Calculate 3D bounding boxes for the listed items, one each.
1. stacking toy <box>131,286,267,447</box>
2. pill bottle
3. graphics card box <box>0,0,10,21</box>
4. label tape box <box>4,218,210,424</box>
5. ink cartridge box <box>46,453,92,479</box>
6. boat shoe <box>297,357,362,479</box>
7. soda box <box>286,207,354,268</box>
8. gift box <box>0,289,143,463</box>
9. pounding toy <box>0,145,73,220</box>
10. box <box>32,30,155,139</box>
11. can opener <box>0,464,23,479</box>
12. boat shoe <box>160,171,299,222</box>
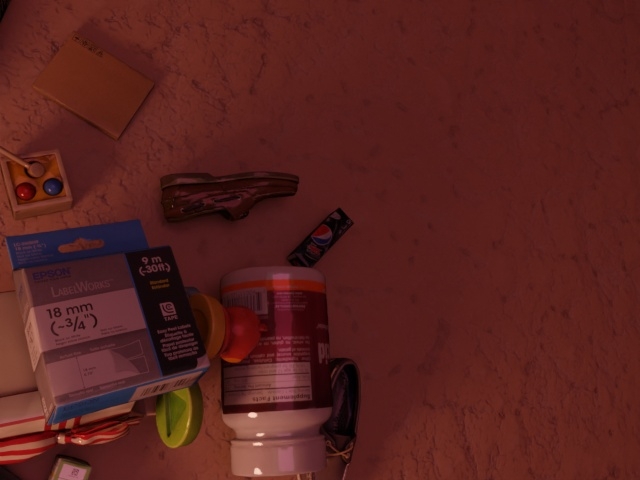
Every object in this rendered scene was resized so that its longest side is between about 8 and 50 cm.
[{"bbox_3d":[-0.239,0.227,1.249,0.130,0.309,0.279,9,90,-39],"label":"stacking toy"},{"bbox_3d":[-0.090,0.261,1.331,0.224,0.224,0.392,3,76,-23],"label":"pill bottle"},{"bbox_3d":[-0.775,-0.398,1.267,0.233,0.094,0.371,20,70,-19],"label":"graphics card box"},{"bbox_3d":[-0.352,0.096,1.069,0.240,0.106,0.334,-10,66,-32],"label":"label tape box"},{"bbox_3d":[-0.474,0.493,1.164,0.062,0.109,0.209,22,69,-17],"label":"ink cartridge box"},{"bbox_3d":[0.026,0.414,1.414,0.116,0.097,0.324,16,71,-20],"label":"boat shoe"},{"bbox_3d":[0.000,0.000,1.529,0.053,0.060,0.169,47,64,-6],"label":"soda box"},{"bbox_3d":[-0.456,0.244,1.163,0.255,0.276,0.258,-8,65,-22],"label":"gift box"},{"bbox_3d":[-0.568,-0.126,1.284,0.130,0.100,0.141,-15,83,-27],"label":"pounding toy"},{"bbox_3d":[-0.485,-0.334,1.419,0.201,0.021,0.164,32,66,-14],"label":"box"},{"bbox_3d":[-0.632,0.389,1.150,0.283,0.095,0.076,47,58,-21],"label":"can opener"},{"bbox_3d":[-0.194,-0.090,1.448,0.307,0.111,0.104,-4,82,-15],"label":"boat shoe"}]
